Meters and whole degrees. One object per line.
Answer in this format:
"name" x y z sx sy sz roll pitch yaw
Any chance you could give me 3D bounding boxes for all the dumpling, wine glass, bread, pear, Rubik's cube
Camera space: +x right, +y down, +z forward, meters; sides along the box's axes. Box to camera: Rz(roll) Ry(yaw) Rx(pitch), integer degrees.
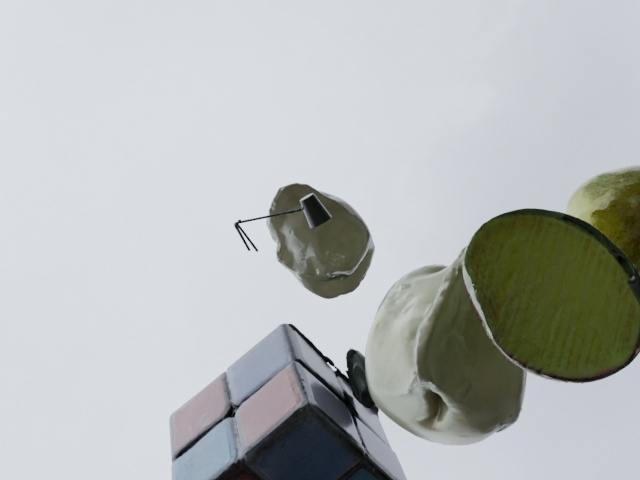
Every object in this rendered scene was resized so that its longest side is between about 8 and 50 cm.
"dumpling" 0.202 0.132 1.270 0.315 0.233 0.395 -59 -20 -15
"dumpling" 0.000 0.000 1.610 0.250 0.132 0.162 43 -99 -29
"wine glass" 0.177 0.229 1.725 0.241 0.126 0.126 -16 -74 -21
"bread" 0.265 0.060 1.031 0.228 0.033 0.228 7 -123 -10
"pear" 0.704 -0.033 2.072 0.294 0.294 0.294 -6 -80 -35
"Rubik's cube" -0.060 0.400 1.652 0.318 0.313 0.316 -41 -66 7

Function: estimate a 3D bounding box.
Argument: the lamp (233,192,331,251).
"lamp" -0.051 -0.027 1.211 0.121 0.041 0.054 -27 -78 9
